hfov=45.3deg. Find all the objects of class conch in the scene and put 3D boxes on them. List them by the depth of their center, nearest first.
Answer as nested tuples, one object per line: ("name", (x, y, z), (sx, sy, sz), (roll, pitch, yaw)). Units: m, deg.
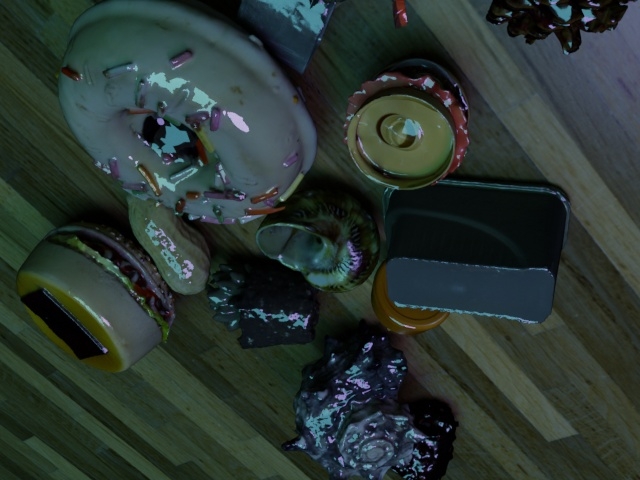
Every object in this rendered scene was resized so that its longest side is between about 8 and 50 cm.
("conch", (0.000, -0.002, 1.191), (0.187, 0.124, 0.182), (4, 136, 5))
("conch", (0.069, 0.299, 1.341), (0.240, 0.186, 0.313), (6, 94, 14))

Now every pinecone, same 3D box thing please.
("pinecone", (0.246, -0.304, 0.797), (0.221, 0.221, 0.222), (10, 131, 12))

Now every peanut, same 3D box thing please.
("peanut", (-0.255, -0.004, 1.304), (0.214, 0.098, 0.090), (59, 168, -23))

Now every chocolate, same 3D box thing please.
("chocolate", (0.198, 0.363, 1.446), (0.156, 0.156, 0.133), (28, 108, -4))

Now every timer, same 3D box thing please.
("timer", (0.133, 0.106, 1.256), (0.132, 0.132, 0.152), (24, 153, 0))

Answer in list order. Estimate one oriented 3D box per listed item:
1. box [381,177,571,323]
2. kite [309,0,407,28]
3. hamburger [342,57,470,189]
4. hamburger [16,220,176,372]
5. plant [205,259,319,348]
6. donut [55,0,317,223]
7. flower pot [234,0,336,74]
("box", (0.210, 0.009, 1.090), (0.274, 0.178, 0.138), (4, 129, 16))
("kite", (0.094, -0.317, 0.877), (0.232, 0.009, 0.189), (-18, 146, -5))
("hamburger", (0.121, -0.161, 1.006), (0.175, 0.137, 0.175), (14, 135, 15))
("hamburger", (-0.395, 0.099, 1.381), (0.300, 0.176, 0.300), (22, 142, 18))
("plant", (-0.099, 0.112, 1.323), (0.194, 0.129, 0.132), (9, 131, 9))
("donut", (-0.193, -0.161, 1.058), (0.382, 0.143, 0.383), (18, 150, 11))
("flower pot", (-0.022, -0.324, 0.945), (0.108, 0.103, 0.229), (28, 134, -4))
